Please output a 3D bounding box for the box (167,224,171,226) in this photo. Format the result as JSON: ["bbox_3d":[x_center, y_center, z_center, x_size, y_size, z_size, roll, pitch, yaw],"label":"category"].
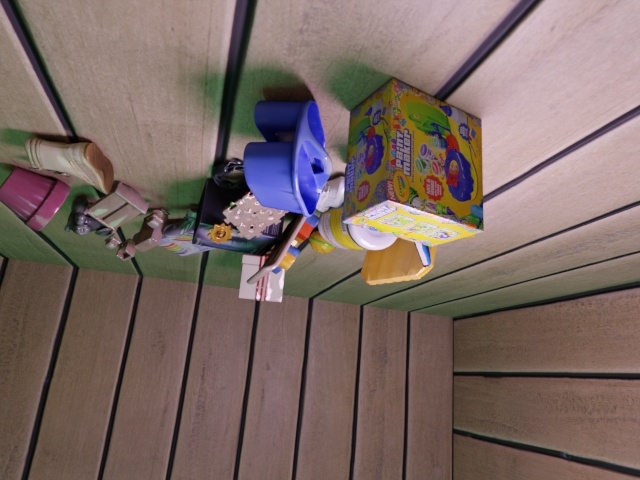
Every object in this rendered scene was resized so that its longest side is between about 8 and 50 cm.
[{"bbox_3d":[-0.655,-0.040,2.206,0.094,0.027,0.137,-1,162,15],"label":"box"}]

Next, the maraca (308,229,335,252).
[{"bbox_3d":[0.000,0.000,2.037,0.127,0.099,0.186,19,-176,-32],"label":"maraca"}]

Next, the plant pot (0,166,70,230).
[{"bbox_3d":[-1.051,-0.163,1.673,0.201,0.201,0.180,-12,140,45],"label":"plant pot"}]

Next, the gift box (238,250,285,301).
[{"bbox_3d":[-0.311,0.166,2.412,0.255,0.258,0.276,7,-177,-13],"label":"gift box"}]

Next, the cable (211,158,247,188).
[{"bbox_3d":[-0.273,-0.213,1.512,0.151,0.047,0.184,10,160,-33],"label":"cable"}]

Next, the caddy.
[{"bbox_3d":[-0.058,-0.199,1.151,0.179,0.241,0.341,7,164,10],"label":"caddy"}]

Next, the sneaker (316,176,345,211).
[{"bbox_3d":[0.007,-0.157,1.529,0.115,0.090,0.232,17,159,-23],"label":"sneaker"}]

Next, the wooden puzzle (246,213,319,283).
[{"bbox_3d":[-0.123,0.020,1.742,0.080,0.347,0.322,38,156,-8],"label":"wooden puzzle"}]

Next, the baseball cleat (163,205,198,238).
[{"bbox_3d":[-0.548,-0.082,1.881,0.206,0.072,0.109,-27,146,-17],"label":"baseball cleat"}]

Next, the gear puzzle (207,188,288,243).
[{"bbox_3d":[-0.230,-0.094,1.550,0.339,0.044,0.175,-35,134,3],"label":"gear puzzle"}]

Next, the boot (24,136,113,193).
[{"bbox_3d":[-0.794,-0.238,1.480,0.204,0.095,0.262,6,161,-5],"label":"boot"}]

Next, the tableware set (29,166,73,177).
[{"bbox_3d":[-0.891,-0.232,1.590,0.141,0.020,0.169,7,-178,16],"label":"tableware set"}]

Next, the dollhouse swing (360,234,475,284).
[{"bbox_3d":[0.356,0.029,1.663,0.315,0.304,0.347,20,157,-39],"label":"dollhouse swing"}]

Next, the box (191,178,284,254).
[{"bbox_3d":[-0.314,-0.072,1.741,0.294,0.182,0.296,12,162,-17],"label":"box"}]

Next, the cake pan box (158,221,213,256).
[{"bbox_3d":[-0.598,-0.013,2.139,0.267,0.070,0.246,-13,161,14],"label":"cake pan box"}]

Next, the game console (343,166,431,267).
[{"bbox_3d":[0.191,-0.077,1.332,0.174,0.293,0.250,-17,124,17],"label":"game console"}]

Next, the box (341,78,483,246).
[{"bbox_3d":[0.218,-0.166,1.084,0.279,0.289,0.177,13,161,-27],"label":"box"}]

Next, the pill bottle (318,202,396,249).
[{"bbox_3d":[0.118,-0.061,1.589,0.188,0.187,0.334,12,175,-22],"label":"pill bottle"}]

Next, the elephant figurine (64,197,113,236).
[{"bbox_3d":[-0.914,-0.087,1.946,0.240,0.169,0.186,0,-159,-46],"label":"elephant figurine"}]

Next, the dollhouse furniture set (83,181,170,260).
[{"bbox_3d":[-0.796,-0.125,1.825,0.303,0.173,0.355,-24,131,24],"label":"dollhouse furniture set"}]
